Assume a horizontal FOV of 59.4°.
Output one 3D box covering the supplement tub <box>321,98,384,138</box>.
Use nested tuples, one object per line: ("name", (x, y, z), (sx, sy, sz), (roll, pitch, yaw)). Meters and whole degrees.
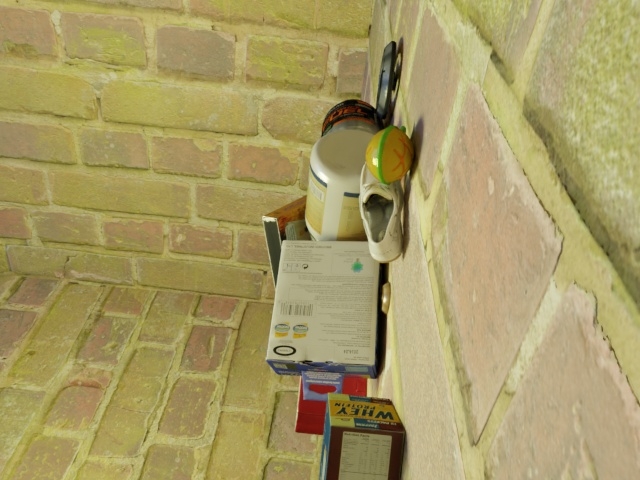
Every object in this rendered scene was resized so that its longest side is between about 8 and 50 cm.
("supplement tub", (0.104, -0.320, 1.788), (0.338, 0.207, 0.207), (-87, 3, -58))

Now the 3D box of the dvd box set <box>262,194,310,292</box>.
("dvd box set", (0.000, 0.000, 1.764), (0.420, 0.062, 0.307), (-30, -60, -47))

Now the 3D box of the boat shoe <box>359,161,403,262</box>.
("boat shoe", (0.135, -0.091, 1.261), (0.096, 0.098, 0.276), (56, -155, -56))

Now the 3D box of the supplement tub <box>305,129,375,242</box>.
("supplement tub", (0.075, -0.116, 1.534), (0.316, 0.229, 0.228), (98, 178, -48))

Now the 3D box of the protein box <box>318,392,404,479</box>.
("protein box", (0.072, 0.429, 1.093), (0.200, 0.136, 0.201), (-127, 43, -89))

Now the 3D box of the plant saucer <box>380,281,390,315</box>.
("plant saucer", (0.158, 0.142, 1.381), (0.083, 0.015, 0.083), (-174, 90, -89))

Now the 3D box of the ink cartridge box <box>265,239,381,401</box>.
("ink cartridge box", (0.016, 0.204, 1.444), (0.151, 0.270, 0.395), (73, -159, -60))

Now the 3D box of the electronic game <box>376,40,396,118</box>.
("electronic game", (0.202, -0.480, 1.689), (0.229, 0.048, 0.229), (6, -90, -89))

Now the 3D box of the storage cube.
("storage cube", (0.030, 0.461, 1.659), (0.183, 0.193, 0.214), (98, 179, -54))

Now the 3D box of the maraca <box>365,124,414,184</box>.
("maraca", (0.159, -0.191, 1.231), (0.186, 0.099, 0.127), (-33, -48, -58))
